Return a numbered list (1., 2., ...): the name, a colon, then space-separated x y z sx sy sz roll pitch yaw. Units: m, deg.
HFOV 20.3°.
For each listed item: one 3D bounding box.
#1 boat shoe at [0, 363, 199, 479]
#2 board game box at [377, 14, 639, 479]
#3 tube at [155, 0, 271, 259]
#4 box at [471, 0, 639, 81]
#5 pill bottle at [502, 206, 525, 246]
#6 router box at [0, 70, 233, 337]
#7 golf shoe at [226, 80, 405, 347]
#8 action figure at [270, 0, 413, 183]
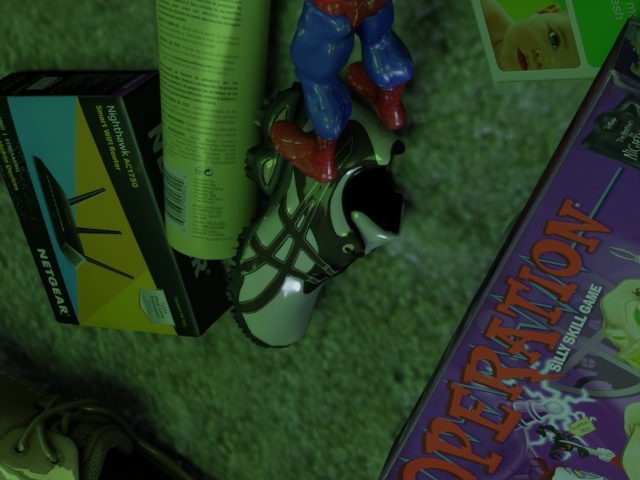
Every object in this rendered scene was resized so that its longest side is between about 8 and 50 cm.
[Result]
1. boat shoe: -0.181 0.162 1.317 0.341 0.122 0.110 33 131 -1
2. board game box: 0.173 0.065 0.878 0.208 0.056 0.347 27 138 4
3. tube: -0.063 -0.105 1.077 0.070 0.062 0.240 -6 121 -11
4. box: 0.168 -0.213 0.773 0.231 0.127 0.262 3 121 38
5. pill bottle: 0.178 0.047 0.970 0.094 0.094 0.169 -19 108 43
6. router box: -0.144 -0.026 1.196 0.133 0.046 0.179 3 121 35
7. golf shoe: 0.000 0.000 1.085 0.094 0.077 0.198 25 133 20
8. action figure: -0.012 -0.142 0.897 0.139 0.091 0.280 46 165 12
